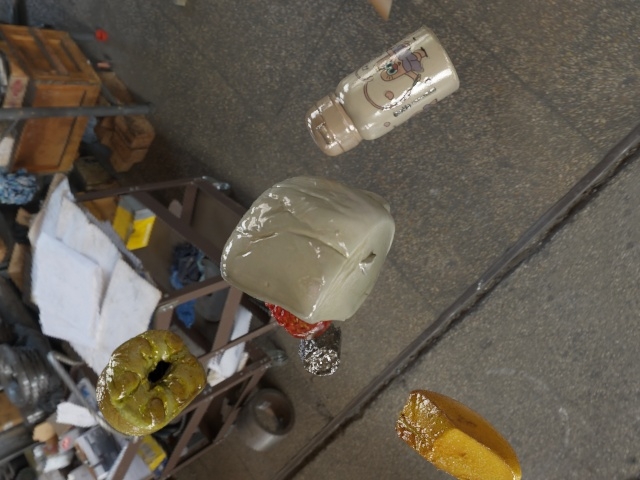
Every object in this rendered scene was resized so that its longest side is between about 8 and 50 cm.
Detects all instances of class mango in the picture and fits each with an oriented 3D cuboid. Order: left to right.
[{"bbox_3d":[0.359,0.517,1.464,0.350,0.199,0.201,20,137,30],"label":"mango"}]

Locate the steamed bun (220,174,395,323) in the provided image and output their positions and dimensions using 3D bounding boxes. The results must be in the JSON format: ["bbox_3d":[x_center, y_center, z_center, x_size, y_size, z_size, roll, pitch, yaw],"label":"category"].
[{"bbox_3d":[0.000,-0.003,1.025,0.247,0.383,0.236,29,99,18],"label":"steamed bun"}]

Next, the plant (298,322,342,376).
[{"bbox_3d":[-0.001,0.325,1.731,0.132,0.194,0.129,10,110,-7],"label":"plant"}]

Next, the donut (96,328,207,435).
[{"bbox_3d":[-0.395,0.324,1.295,0.128,0.261,0.208,-41,85,27],"label":"donut"}]

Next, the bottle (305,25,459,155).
[{"bbox_3d":[0.078,-0.200,0.781,0.209,0.110,0.097,-30,104,12],"label":"bottle"}]

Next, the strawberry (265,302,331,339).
[{"bbox_3d":[-0.052,0.068,1.371,0.312,0.267,0.351,-46,46,53],"label":"strawberry"}]
